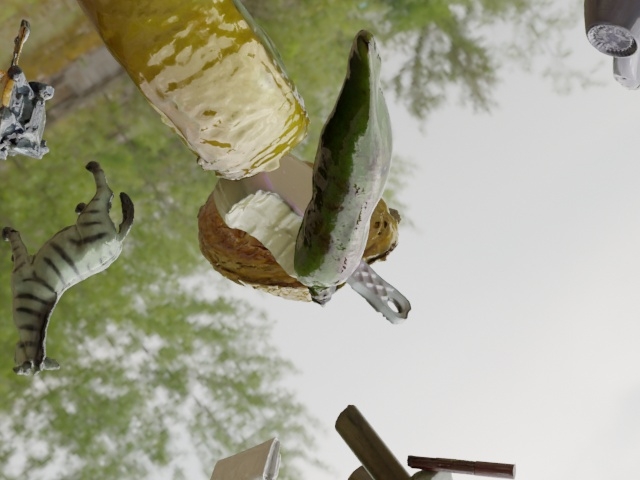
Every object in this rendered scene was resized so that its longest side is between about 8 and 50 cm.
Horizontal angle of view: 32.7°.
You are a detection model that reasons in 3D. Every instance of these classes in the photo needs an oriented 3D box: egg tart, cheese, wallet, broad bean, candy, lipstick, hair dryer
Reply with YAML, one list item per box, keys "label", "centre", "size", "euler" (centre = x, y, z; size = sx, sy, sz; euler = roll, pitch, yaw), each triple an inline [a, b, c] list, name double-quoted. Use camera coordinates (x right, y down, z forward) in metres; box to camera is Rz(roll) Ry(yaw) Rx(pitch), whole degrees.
- label: "egg tart"
  centre: [-0.027, -0.002, 1.542]
  size: [0.297, 0.132, 0.297]
  euler: [-3, -141, 2]
- label: "cheese"
  centre: [0.000, 0.000, 1.338]
  size: [0.082, 0.286, 0.163]
  euler: [-48, 180, 31]
- label: "wallet"
  centre: [-0.095, 0.287, 1.355]
  size: [0.122, 0.025, 0.061]
  euler: [-31, -142, 42]
- label: "broad bean"
  centre: [0.021, -0.041, 0.975]
  size: [0.061, 0.077, 0.339]
  euler: [-3, 137, -18]
- label: "candy"
  centre: [-0.113, -0.165, 0.891]
  size: [0.118, 0.260, 0.260]
  euler: [-38, -170, 2]
- label: "lipstick"
  centre: [0.224, 0.363, 1.746]
  size: [0.177, 0.027, 0.027]
  euler: [1, -156, 21]
- label: "hair dryer"
  centre: [0.447, -0.326, 1.526]
  size: [0.301, 0.121, 0.361]
  euler: [-64, 161, -19]

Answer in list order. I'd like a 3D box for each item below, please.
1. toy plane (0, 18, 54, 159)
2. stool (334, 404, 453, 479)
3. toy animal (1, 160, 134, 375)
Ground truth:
- label: "toy plane"
  centre: [-0.407, -0.150, 1.456]
  size: [0.316, 0.103, 0.204]
  euler: [118, -16, -77]
- label: "stool"
  centre: [0.061, 0.495, 1.879]
  size: [0.226, 0.310, 0.310]
  euler: [33, -120, 32]
- label: "toy animal"
  centre: [-0.286, 0.034, 1.210]
  size: [0.217, 0.073, 0.176]
  euler: [-40, -126, 3]
